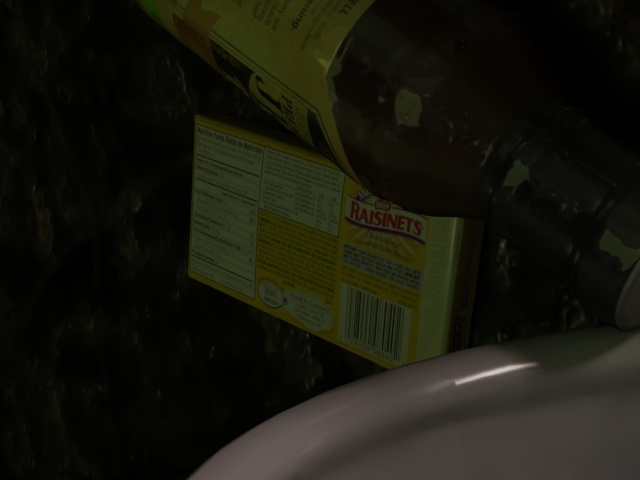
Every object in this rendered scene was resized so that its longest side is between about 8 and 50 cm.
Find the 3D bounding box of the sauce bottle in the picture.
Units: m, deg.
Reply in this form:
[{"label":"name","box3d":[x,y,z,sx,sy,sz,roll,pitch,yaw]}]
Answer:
[{"label":"sauce bottle","box3d":[0.029,-0.086,0.564,0.344,0.111,0.111,42,127,33]}]

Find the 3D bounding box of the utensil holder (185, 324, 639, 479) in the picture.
[{"label":"utensil holder","box3d":[0.138,0.249,0.389,0.328,0.328,0.385,0,102,46]}]

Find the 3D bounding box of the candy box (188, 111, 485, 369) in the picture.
[{"label":"candy box","box3d":[0.000,0.000,0.677,0.206,0.027,0.105,22,113,40]}]

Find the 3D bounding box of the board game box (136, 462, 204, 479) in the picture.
[{"label":"board game box","box3d":[-0.131,0.338,0.657,0.356,0.357,0.356,-24,82,46]}]
